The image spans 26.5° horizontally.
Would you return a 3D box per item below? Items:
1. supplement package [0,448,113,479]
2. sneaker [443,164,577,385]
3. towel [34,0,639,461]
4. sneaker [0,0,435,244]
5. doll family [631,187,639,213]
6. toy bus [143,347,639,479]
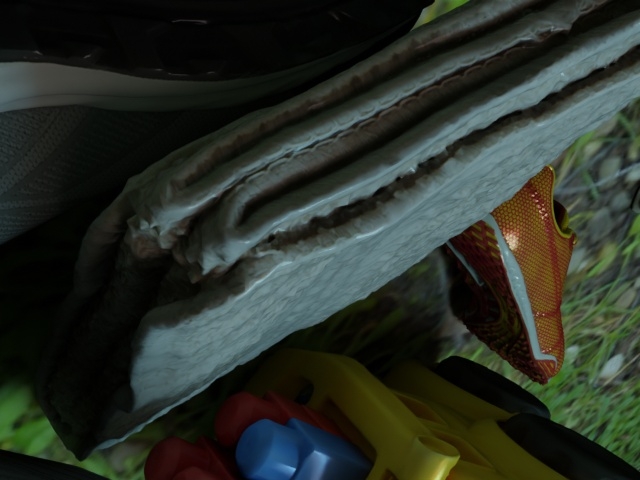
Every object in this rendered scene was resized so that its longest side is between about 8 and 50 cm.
[{"bbox_3d":[-0.095,0.163,0.357,0.263,0.198,0.199,34,72,-60],"label":"supplement package"},{"bbox_3d":[0.108,0.020,0.694,0.067,0.064,0.175,-45,151,-17],"label":"sneaker"},{"bbox_3d":[0.000,0.000,0.461,0.187,0.049,0.282,-29,173,-21],"label":"towel"},{"bbox_3d":[-0.096,-0.045,0.377,0.272,0.100,0.108,-20,158,-16],"label":"sneaker"},{"bbox_3d":[0.272,-0.025,0.772,0.193,0.111,0.076,-38,146,-9],"label":"doll family"},{"bbox_3d":[0.016,0.119,0.622,0.211,0.220,0.149,26,96,-24],"label":"toy bus"}]
